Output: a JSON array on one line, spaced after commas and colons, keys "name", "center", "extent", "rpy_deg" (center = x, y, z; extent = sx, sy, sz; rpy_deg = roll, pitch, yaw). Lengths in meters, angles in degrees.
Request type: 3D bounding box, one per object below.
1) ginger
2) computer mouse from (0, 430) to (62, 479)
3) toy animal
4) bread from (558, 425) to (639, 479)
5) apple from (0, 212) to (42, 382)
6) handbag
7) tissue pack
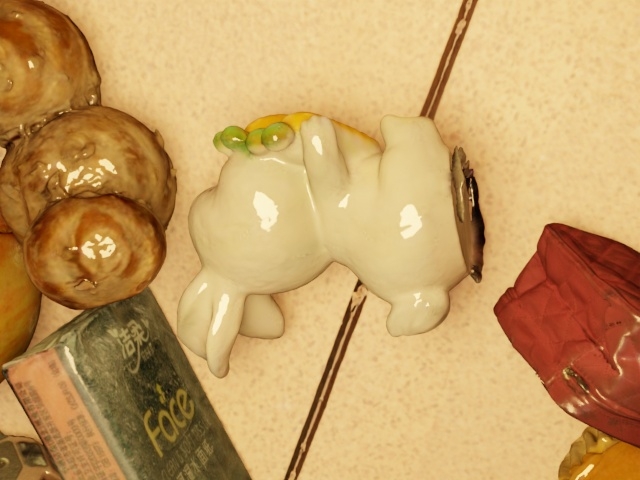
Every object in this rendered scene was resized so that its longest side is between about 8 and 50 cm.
[{"name": "ginger", "center": [-0.261, -0.105, 1.223], "extent": [0.176, 0.256, 0.375], "rpy_deg": [-29, 83, 5]}, {"name": "computer mouse", "center": [-0.386, 0.294, 1.357], "extent": [0.389, 0.199, 0.115], "rpy_deg": [3, 124, 9]}, {"name": "toy animal", "center": [-0.001, -0.007, 1.213], "extent": [0.310, 0.183, 0.247], "rpy_deg": [-9, 101, 12]}, {"name": "bread", "center": [0.386, 0.345, 1.232], "extent": [0.388, 0.183, 0.236], "rpy_deg": [44, 103, -3]}, {"name": "apple", "center": [-0.421, 0.061, 1.267], "extent": [0.264, 0.264, 0.264], "rpy_deg": [2, 103, 9]}, {"name": "handbag", "center": [0.264, 0.087, 1.173], "extent": [0.146, 0.225, 0.135], "rpy_deg": [21, 109, -26]}, {"name": "tissue pack", "center": [-0.177, 0.217, 1.271], "extent": [0.103, 0.228, 0.315], "rpy_deg": [-26, 97, 14]}]
